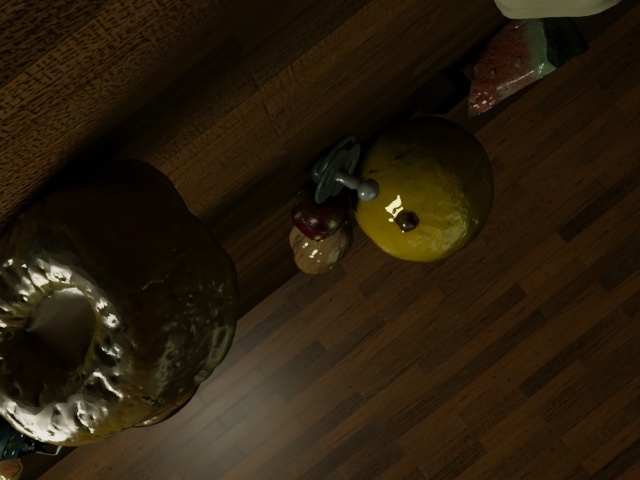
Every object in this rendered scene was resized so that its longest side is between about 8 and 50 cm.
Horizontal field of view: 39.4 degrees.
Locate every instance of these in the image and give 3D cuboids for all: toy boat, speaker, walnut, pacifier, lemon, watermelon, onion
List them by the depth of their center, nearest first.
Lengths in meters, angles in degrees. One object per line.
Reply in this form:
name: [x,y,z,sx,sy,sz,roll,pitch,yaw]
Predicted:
pacifier: [0.052,-0.112,1.532,0.127,0.116,0.150,-67,163,16]
toy boat: [-0.529,0.343,1.580,0.093,0.103,0.246,-63,169,1]
watermelon: [0.352,-0.320,1.669,0.256,0.140,0.193,-38,170,35]
onion: [0.006,-0.060,1.678,0.118,0.118,0.117,-45,-152,55]
speaker: [0.237,-0.282,1.702,0.082,0.044,0.218,-40,175,19]
lemon: [0.199,-0.102,1.748,0.297,0.297,0.297,-38,176,-4]
walnut: [0.000,0.000,2.096,0.166,0.149,0.166,-48,-156,30]

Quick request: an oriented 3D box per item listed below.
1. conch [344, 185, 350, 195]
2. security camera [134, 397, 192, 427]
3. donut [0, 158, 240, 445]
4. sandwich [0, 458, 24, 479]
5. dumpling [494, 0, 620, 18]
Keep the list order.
conch: [0.018,-0.080,1.782,0.089,0.074,0.121,133,-29,-65]
security camera: [-0.261,0.161,1.360,0.191,0.197,0.277,-29,-178,-1]
donut: [-0.191,0.064,0.767,0.261,0.208,0.128,-46,171,30]
sandwich: [-0.742,0.542,1.843,0.254,0.100,0.288,-36,175,-34]
dumpling: [0.184,-0.290,0.774,0.243,0.187,0.318,6,-168,31]
